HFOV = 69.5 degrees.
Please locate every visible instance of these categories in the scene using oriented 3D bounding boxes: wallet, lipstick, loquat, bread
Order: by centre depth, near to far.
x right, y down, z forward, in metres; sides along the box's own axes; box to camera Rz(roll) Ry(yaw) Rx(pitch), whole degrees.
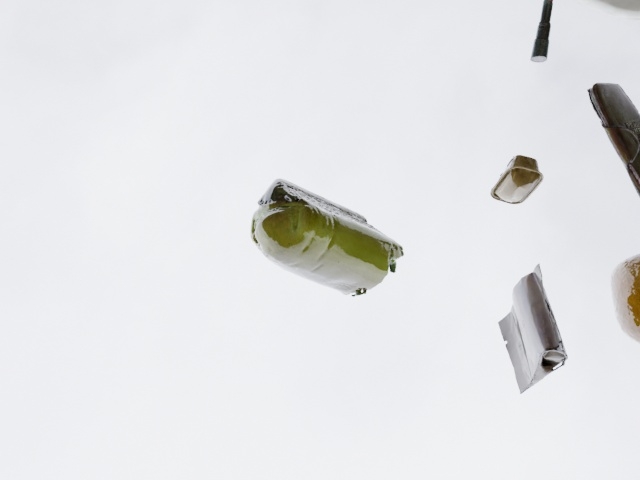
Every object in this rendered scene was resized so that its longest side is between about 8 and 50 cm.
[{"bbox_3d":[0.585,-0.182,0.861,0.137,0.031,0.255,-14,-105,-33],"label":"wallet"},{"bbox_3d":[0.809,0.136,1.051,0.275,0.284,0.276,-1,-95,12],"label":"loquat"},{"bbox_3d":[0.000,0.000,1.162,0.208,0.376,0.251,-59,-142,7],"label":"bread"},{"bbox_3d":[0.758,-0.730,1.570,0.053,0.053,0.234,8,-91,5],"label":"lipstick"}]

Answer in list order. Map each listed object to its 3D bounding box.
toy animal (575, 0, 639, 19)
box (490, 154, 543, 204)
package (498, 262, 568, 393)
[{"bbox_3d":[0.420,-0.419,0.609,0.241,0.196,0.367,32,-135,25],"label":"toy animal"},{"bbox_3d":[0.576,-0.172,1.361,0.111,0.177,0.111,1,-117,-3],"label":"box"},{"bbox_3d":[0.483,0.207,1.052,0.062,0.251,0.204,3,-130,1],"label":"package"}]
